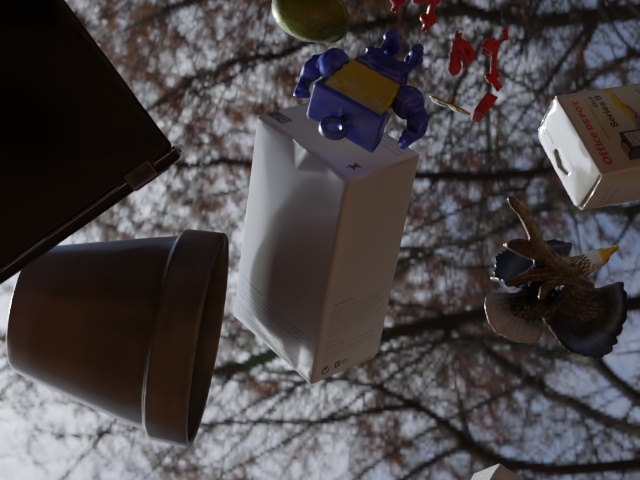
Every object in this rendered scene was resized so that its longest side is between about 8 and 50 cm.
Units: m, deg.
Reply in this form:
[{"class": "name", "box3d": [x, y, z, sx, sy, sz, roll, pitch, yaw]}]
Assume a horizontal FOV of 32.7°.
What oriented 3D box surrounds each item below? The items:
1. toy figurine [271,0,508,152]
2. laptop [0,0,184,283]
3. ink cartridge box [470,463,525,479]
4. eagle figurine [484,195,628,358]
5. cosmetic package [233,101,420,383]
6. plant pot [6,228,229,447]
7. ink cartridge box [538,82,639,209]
[{"class": "toy figurine", "box3d": [0.043, -0.232, 1.455, 0.362, 0.217, 0.191, 31, -31, 10]}, {"class": "laptop", "box3d": [-0.362, -0.071, 1.106, 0.382, 0.408, 0.236, -34, -82, -1]}, {"class": "ink cartridge box", "box3d": [0.299, 0.451, 1.689, 0.176, 0.127, 0.128, 33, -23, 0]}, {"class": "eagle figurine", "box3d": [0.392, 0.071, 1.783, 0.225, 0.226, 0.298, 0, -14, 14]}, {"class": "cosmetic package", "box3d": [0.000, 0.000, 1.691, 0.156, 0.217, 0.385, -19, -46, -38]}, {"class": "plant pot", "box3d": [-0.300, 0.126, 1.620, 0.280, 0.323, 0.323, 9, -47, 2]}, {"class": "ink cartridge box", "box3d": [0.449, -0.142, 1.593, 0.212, 0.154, 0.093, -10, -33, -17]}]
